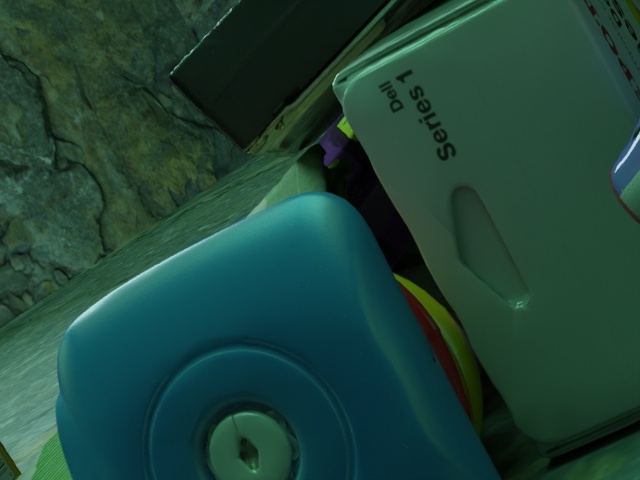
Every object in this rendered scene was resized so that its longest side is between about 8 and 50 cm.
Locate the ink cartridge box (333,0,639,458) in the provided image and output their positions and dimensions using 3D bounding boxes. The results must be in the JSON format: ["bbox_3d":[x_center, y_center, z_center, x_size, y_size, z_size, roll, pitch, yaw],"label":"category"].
[{"bbox_3d":[0.133,-0.046,0.885,0.117,0.201,0.278,-27,7,22],"label":"ink cartridge box"}]

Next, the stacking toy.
[{"bbox_3d":[0.020,0.072,0.843,0.166,0.175,0.302,-29,-4,20],"label":"stacking toy"}]

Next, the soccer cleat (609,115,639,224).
[{"bbox_3d":[0.223,-0.054,0.778,0.116,0.108,0.318,-45,-20,22],"label":"soccer cleat"}]

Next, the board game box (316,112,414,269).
[{"bbox_3d":[0.000,0.000,1.147,0.347,0.056,0.208,-51,10,4],"label":"board game box"}]

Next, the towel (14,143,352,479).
[{"bbox_3d":[-0.092,0.092,1.022,0.325,0.038,0.248,-48,10,11],"label":"towel"}]

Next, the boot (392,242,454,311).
[{"bbox_3d":[0.096,0.010,1.173,0.165,0.077,0.213,-30,8,-8],"label":"boot"}]

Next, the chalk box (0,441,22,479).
[{"bbox_3d":[-0.357,0.214,1.156,0.289,0.180,0.179,-30,7,13],"label":"chalk box"}]

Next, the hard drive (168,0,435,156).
[{"bbox_3d":[0.034,-0.148,1.010,0.237,0.064,0.339,-46,-1,3],"label":"hard drive"}]
